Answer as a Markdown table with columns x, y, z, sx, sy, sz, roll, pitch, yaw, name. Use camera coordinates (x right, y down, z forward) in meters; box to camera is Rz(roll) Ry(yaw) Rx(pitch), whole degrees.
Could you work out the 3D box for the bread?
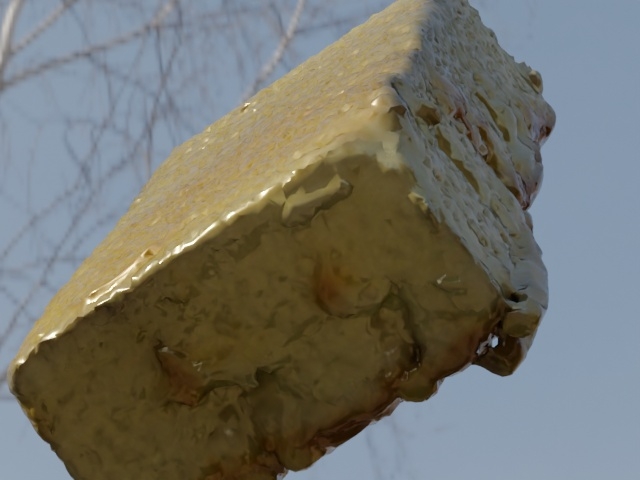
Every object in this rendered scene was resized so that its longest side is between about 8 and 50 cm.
| x | y | z | sx | sy | sz | roll | pitch | yaw | name |
| --- | --- | --- | --- | --- | --- | --- | --- | --- | --- |
| 0.000 | 0.000 | 0.794 | 0.185 | 0.274 | 0.114 | -32 | -77 | 17 | bread |
